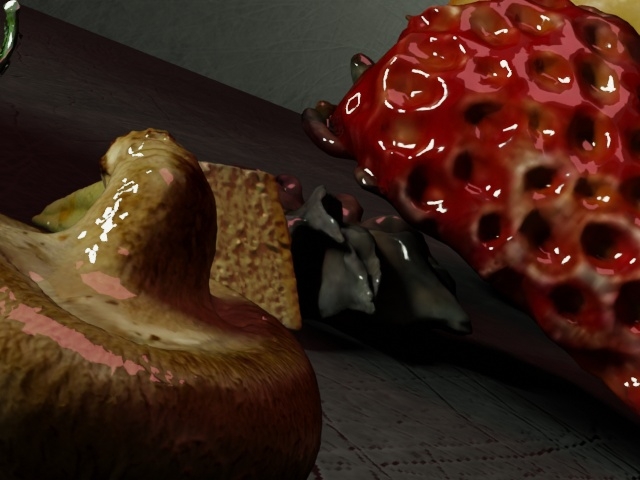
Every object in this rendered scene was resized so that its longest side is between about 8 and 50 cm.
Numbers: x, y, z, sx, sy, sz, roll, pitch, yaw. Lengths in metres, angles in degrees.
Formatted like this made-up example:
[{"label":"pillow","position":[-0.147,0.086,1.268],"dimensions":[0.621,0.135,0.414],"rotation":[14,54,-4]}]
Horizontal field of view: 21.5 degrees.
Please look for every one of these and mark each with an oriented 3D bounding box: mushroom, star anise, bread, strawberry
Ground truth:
[{"label":"mushroom","position":[-0.056,0.030,0.415],"dimensions":[0.126,0.085,0.109],"rotation":[18,42,-42]},{"label":"star anise","position":[0.000,0.000,0.902],"dimensions":[0.195,0.065,0.182],"rotation":[20,6,14]},{"label":"bread","position":[-0.078,0.012,0.775],"dimensions":[0.109,0.080,0.084],"rotation":[-19,-20,36]},{"label":"strawberry","position":[0.133,-0.023,0.825],"dimensions":[0.253,0.150,0.280],"rotation":[38,5,-28]}]

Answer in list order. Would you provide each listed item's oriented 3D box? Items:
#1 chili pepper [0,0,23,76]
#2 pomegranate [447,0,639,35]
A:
[{"label":"chili pepper","position":[-0.208,-0.039,0.500],"dimensions":[0.279,0.065,0.122],"rotation":[7,48,-38]},{"label":"pomegranate","position":[0.242,-0.086,1.220],"dimensions":[0.343,0.342,0.342],"rotation":[20,7,-2]}]
